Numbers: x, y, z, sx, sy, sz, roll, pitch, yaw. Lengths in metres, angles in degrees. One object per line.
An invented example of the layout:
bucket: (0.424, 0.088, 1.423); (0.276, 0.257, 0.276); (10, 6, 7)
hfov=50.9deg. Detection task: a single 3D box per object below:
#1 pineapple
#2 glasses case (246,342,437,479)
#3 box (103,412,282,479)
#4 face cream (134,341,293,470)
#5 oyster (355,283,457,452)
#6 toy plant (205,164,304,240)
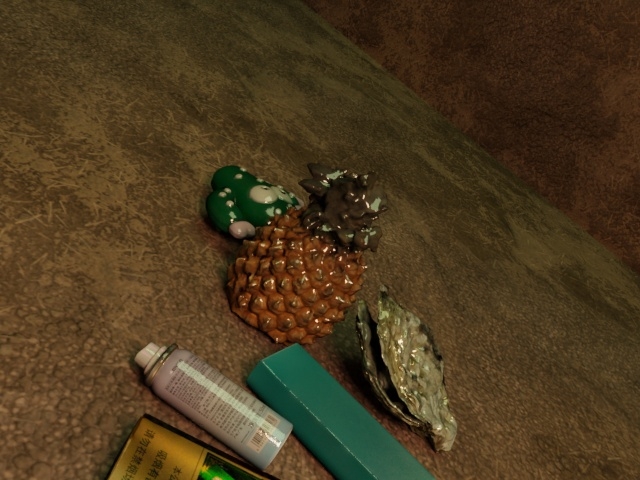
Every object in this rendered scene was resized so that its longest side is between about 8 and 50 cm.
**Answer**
pineapple: (0.001, -0.001, 1.104); (0.223, 0.357, 0.223); (24, 33, -17)
glasses case: (0.028, 0.286, 0.994); (0.301, 0.070, 0.117); (41, 23, 18)
box: (-0.136, 0.320, 0.767); (0.240, 0.071, 0.159); (29, 26, -8)
face cream: (-0.149, 0.215, 0.911); (0.229, 0.075, 0.075); (35, 28, 3)
oyster: (0.143, 0.207, 1.113); (0.268, 0.112, 0.198); (57, 21, -29)
toy plant: (-0.118, -0.059, 1.330); (0.232, 0.112, 0.243); (13, 28, -24)
